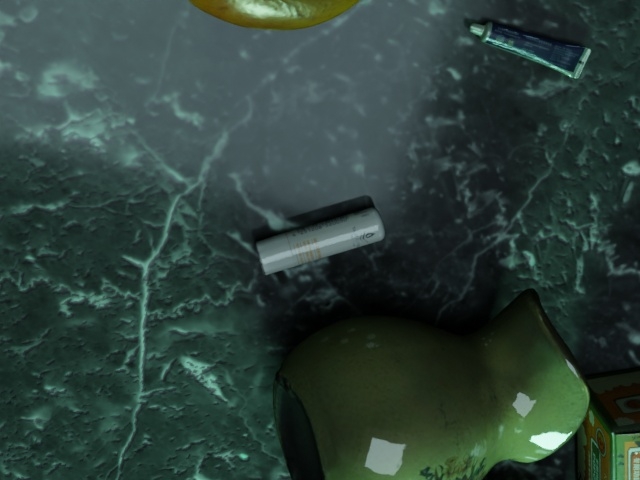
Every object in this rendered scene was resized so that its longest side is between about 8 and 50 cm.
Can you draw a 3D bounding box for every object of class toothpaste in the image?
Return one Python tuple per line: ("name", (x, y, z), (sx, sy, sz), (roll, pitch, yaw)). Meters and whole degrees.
("toothpaste", (0.221, -0.208, 1.396), (0.140, 0.021, 0.037), (15, 116, -16))

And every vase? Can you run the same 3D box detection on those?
("vase", (0.110, 0.215, 1.464), (0.302, 0.241, 0.329), (-14, 142, -17))

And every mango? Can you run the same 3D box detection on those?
("mango", (-0.049, -0.277, 1.285), (0.217, 0.102, 0.141), (7, 87, -15))

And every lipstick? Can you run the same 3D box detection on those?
("lipstick", (0.000, 0.000, 1.434), (0.141, 0.040, 0.040), (-17, 113, -3))

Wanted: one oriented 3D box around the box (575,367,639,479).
("box", (0.407, 0.265, 1.547), (0.177, 0.148, 0.195), (-8, 113, -7))
